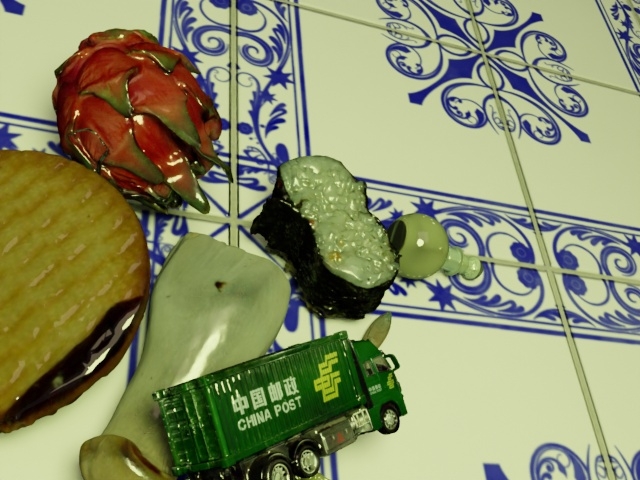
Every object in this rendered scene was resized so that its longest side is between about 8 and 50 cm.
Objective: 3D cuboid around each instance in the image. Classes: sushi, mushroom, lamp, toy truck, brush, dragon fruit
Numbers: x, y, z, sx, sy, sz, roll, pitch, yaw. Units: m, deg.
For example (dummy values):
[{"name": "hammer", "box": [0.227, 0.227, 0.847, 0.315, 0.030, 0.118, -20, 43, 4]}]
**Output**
[{"name": "sushi", "box": [0.000, 0.000, 0.887, 0.147, 0.115, 0.212, -12, 61, -34]}, {"name": "mushroom", "box": [-0.144, 0.130, 0.743, 0.159, 0.122, 0.328, 3, 44, 23]}, {"name": "lamp", "box": [0.163, 0.021, 0.974, 0.163, 0.091, 0.090, 20, 48, -32]}, {"name": "toy truck", "box": [-0.023, 0.165, 0.686, 0.259, 0.088, 0.121, -9, 78, -49]}, {"name": "brush", "box": [0.046, 0.151, 0.858, 0.070, 0.021, 0.196, 37, 49, 2]}, {"name": "dragon fruit", "box": [-0.213, -0.135, 0.845, 0.193, 0.192, 0.274, -23, 76, -11]}]

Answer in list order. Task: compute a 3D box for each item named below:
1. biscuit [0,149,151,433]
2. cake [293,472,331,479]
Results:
[{"name": "biscuit", "box": [-0.333, 0.041, 0.711, 0.318, 0.040, 0.317, 3, 60, -5]}, {"name": "cake", "box": [-0.007, 0.268, 0.729, 0.140, 0.051, 0.055, 31, 51, 2]}]
